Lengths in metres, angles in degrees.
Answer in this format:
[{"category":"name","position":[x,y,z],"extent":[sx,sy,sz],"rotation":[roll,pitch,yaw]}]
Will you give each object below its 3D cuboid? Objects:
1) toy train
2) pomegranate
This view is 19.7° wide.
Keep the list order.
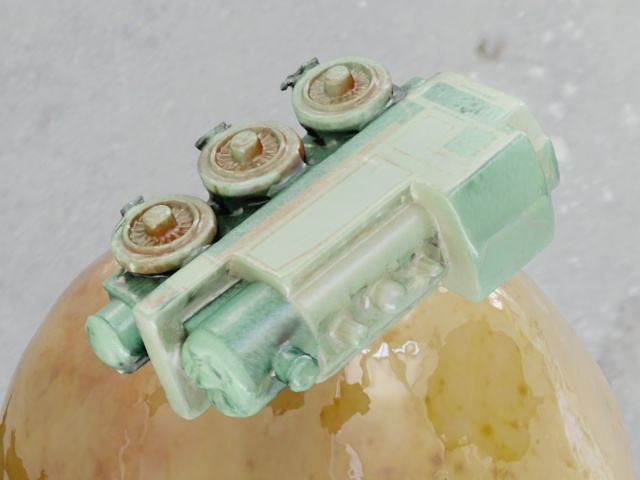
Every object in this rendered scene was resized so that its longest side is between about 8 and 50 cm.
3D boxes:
[{"category":"toy train","position":[0.000,0.000,0.752],"extent":[0.194,0.125,0.081],"rotation":[-39,132,-24]},{"category":"pomegranate","position":[-0.001,0.141,1.167],"extent":[0.411,0.411,0.411],"rotation":[7,72,-24]}]
